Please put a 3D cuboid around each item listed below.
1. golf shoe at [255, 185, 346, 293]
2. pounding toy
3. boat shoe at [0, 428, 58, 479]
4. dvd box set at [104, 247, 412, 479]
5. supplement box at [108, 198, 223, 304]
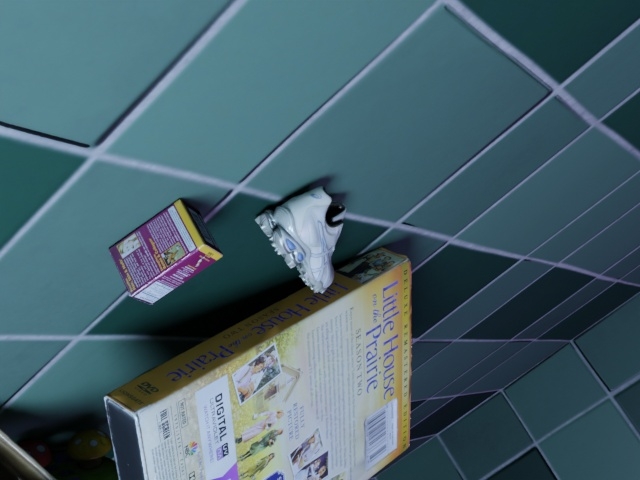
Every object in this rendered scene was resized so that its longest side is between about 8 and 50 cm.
[{"bbox_3d":[0.000,0.000,0.940,0.086,0.069,0.176,-37,158,-1],"label":"golf shoe"},{"bbox_3d":[-0.292,0.290,1.079,0.183,0.236,0.110,-39,131,-63],"label":"pounding toy"},{"bbox_3d":[-0.281,0.307,0.905,0.110,0.341,0.122,-45,-170,17],"label":"boat shoe"},{"bbox_3d":[-0.046,0.220,1.054,0.420,0.062,0.308,-27,126,-38],"label":"dvd box set"},{"bbox_3d":[-0.140,0.011,0.797,0.083,0.055,0.043,-33,157,7],"label":"supplement box"}]
